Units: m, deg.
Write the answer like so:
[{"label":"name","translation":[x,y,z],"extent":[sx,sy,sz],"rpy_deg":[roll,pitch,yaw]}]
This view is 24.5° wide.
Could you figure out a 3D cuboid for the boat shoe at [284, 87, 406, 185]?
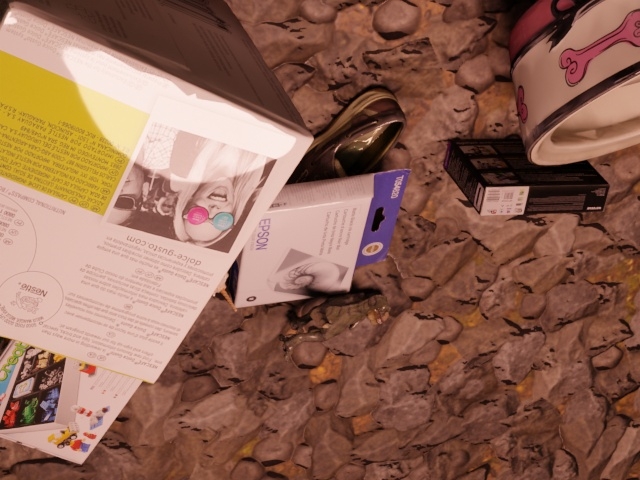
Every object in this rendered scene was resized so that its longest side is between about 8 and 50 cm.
[{"label":"boat shoe","translation":[0.022,-0.095,1.873],"extent":[0.080,0.073,0.223],"rpy_deg":[35,105,-33]}]

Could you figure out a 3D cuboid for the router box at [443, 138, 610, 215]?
[{"label":"router box","translation":[0.268,-0.084,1.929],"extent":[0.179,0.133,0.046],"rpy_deg":[-2,121,-18]}]

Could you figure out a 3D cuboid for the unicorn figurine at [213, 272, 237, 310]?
[{"label":"unicorn figurine","translation":[-0.167,0.009,1.891],"extent":[0.162,0.060,0.111],"rpy_deg":[17,116,-10]}]

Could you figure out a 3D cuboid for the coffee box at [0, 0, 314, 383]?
[{"label":"coffee box","translation":[-0.274,-0.111,1.544],"extent":[0.338,0.337,0.334],"rpy_deg":[21,113,-31]}]

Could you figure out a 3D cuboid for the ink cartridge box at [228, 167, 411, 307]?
[{"label":"ink cartridge box","translation":[0.000,0.000,1.893],"extent":[0.224,0.045,0.223],"rpy_deg":[-10,148,-13]}]

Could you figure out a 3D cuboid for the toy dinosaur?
[{"label":"toy dinosaur","translation":[0.006,0.106,1.956],"extent":[0.118,0.268,0.064],"rpy_deg":[-25,85,21]}]

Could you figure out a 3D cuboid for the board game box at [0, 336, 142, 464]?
[{"label":"board game box","translation":[-0.315,0.141,1.920],"extent":[0.193,0.053,0.305],"rpy_deg":[26,110,-32]}]

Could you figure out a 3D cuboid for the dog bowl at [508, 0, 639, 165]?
[{"label":"dog bowl","translation":[0.406,-0.241,1.755],"extent":[0.408,0.150,0.408],"rpy_deg":[-21,168,-5]}]
